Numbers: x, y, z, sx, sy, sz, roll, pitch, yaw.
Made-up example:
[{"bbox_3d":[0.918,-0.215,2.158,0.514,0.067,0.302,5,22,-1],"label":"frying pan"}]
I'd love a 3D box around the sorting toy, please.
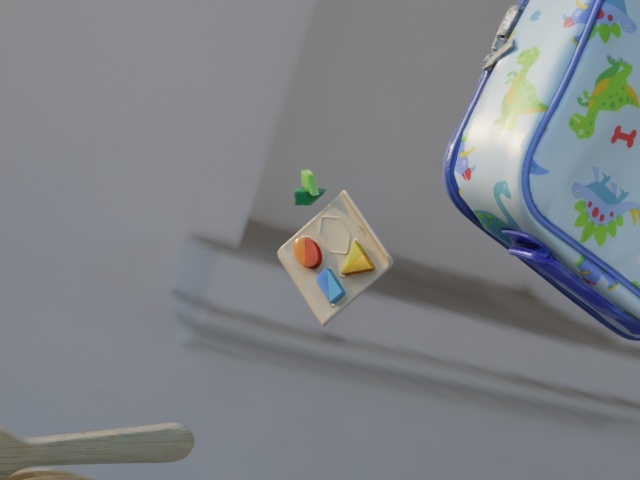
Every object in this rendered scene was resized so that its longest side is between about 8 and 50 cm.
[{"bbox_3d":[0.000,0.000,1.004,0.012,0.062,0.083,12,39,-56],"label":"sorting toy"}]

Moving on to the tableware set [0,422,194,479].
[{"bbox_3d":[-0.139,0.103,0.505,0.194,0.128,0.039,0,24,-27],"label":"tableware set"}]

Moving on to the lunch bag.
[{"bbox_3d":[0.180,-0.044,0.993,0.219,0.176,0.090,33,-14,-33],"label":"lunch bag"}]
